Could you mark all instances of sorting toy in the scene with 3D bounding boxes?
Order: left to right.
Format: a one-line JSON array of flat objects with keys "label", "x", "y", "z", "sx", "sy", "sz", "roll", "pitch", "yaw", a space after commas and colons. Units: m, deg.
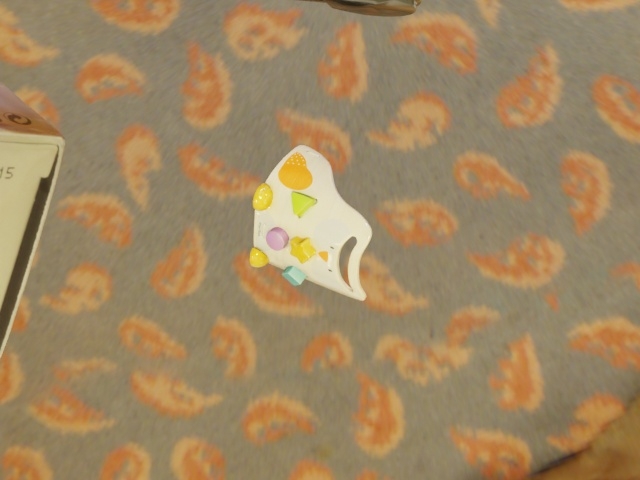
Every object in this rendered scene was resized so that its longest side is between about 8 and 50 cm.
[{"label": "sorting toy", "x": 0.000, "y": 0.000, "z": 0.841, "sx": 0.075, "sy": 0.045, "sz": 0.083, "roll": 29, "pitch": 130, "yaw": 33}]

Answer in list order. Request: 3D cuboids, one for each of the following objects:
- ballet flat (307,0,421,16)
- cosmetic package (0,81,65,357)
[{"label": "ballet flat", "x": -0.030, "y": -0.140, "z": 0.670, "sx": 0.173, "sy": 0.057, "sz": 0.049, "roll": 11, "pitch": 82, "yaw": 7}, {"label": "cosmetic package", "x": -0.283, "y": -0.058, "z": 0.796, "sx": 0.296, "sy": 0.129, "sz": 0.153, "roll": 39, "pitch": 117, "yaw": 38}]
